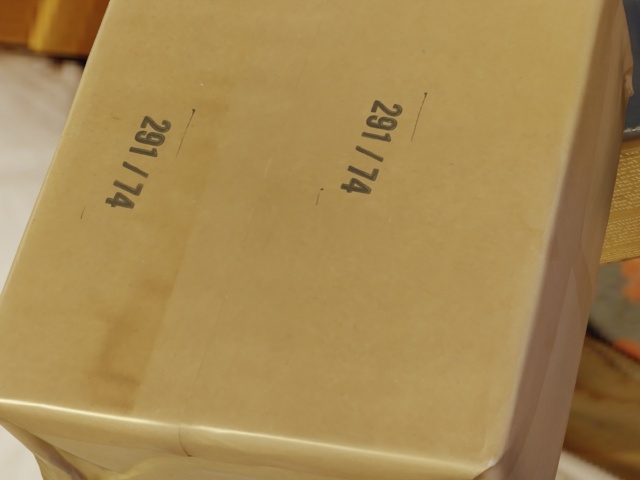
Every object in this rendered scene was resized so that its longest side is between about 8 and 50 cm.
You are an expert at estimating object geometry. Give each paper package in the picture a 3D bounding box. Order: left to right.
[{"bbox_3d":[0.000,0.000,1.079,0.309,0.168,0.325,7,63,16],"label":"paper package"}]

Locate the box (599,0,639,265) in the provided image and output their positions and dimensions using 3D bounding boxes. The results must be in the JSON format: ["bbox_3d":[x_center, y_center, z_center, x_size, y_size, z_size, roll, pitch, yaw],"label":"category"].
[{"bbox_3d":[0.208,-0.162,1.434,0.212,0.395,0.293,-12,75,25],"label":"box"}]
